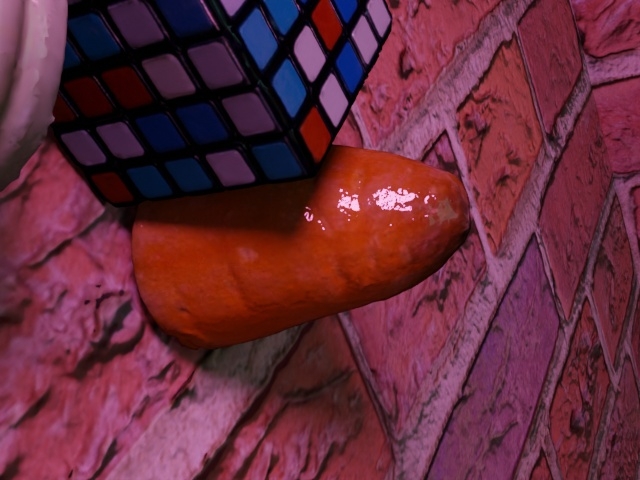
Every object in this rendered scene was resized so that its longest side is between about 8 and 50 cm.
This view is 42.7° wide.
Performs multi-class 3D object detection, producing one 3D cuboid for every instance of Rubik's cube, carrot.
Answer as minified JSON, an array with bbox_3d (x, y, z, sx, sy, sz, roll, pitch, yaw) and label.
[{"bbox_3d":[-0.085,-0.151,0.540,0.182,0.187,0.184,59,42,-34],"label":"Rubik's cube"},{"bbox_3d":[0.000,0.000,0.608,0.159,0.225,0.159,-5,90,-67],"label":"carrot"}]

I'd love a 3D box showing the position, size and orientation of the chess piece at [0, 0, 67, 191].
[{"bbox_3d":[-0.254,-0.102,0.284,0.298,0.176,0.175,6,79,-55],"label":"chess piece"}]
